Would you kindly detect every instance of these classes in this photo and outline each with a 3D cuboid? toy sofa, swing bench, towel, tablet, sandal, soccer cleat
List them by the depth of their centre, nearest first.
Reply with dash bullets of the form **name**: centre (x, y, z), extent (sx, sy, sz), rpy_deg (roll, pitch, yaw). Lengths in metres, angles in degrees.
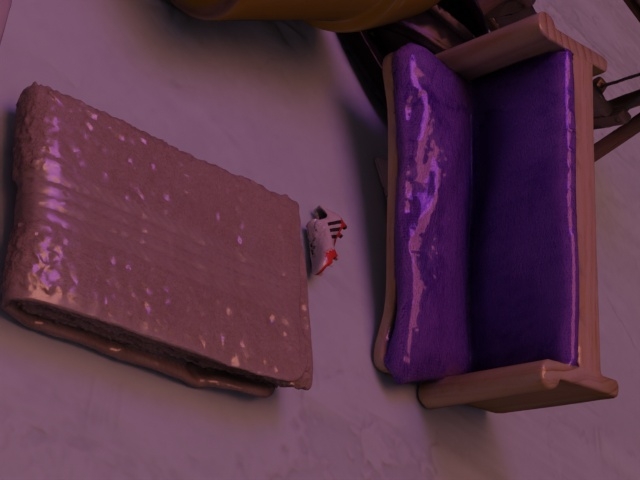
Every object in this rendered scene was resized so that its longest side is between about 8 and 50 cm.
- **towel**: centre (-0.117, 0.009, 0.964), extent (0.282, 0.049, 0.187), rpy_deg (25, 48, -40)
- **soccer cleat**: centre (0.000, 0.000, 1.137), extent (0.035, 0.029, 0.083), rpy_deg (40, 37, -15)
- **toy sofa**: centre (0.167, -0.025, 1.194), extent (0.177, 0.150, 0.362), rpy_deg (20, 65, -40)
- **tablet**: centre (0.088, -0.057, 1.304), extent (0.083, 0.006, 0.054), rpy_deg (5, 64, -50)
- **sandal**: centre (0.085, -0.264, 1.349), extent (0.445, 0.107, 0.167), rpy_deg (59, 36, -6)
- **swing bench**: centre (0.308, -0.235, 1.486), extent (0.253, 0.255, 0.165), rpy_deg (48, 37, -20)

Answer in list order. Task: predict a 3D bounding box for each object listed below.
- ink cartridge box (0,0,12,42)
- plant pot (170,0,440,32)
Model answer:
- **ink cartridge box**: centre (-0.267, -0.019, 0.670), extent (0.176, 0.069, 0.371), rpy_deg (57, 37, -64)
- **plant pot**: centre (-0.026, -0.299, 1.136), extent (0.239, 0.254, 0.254), rpy_deg (-25, 87, -39)
